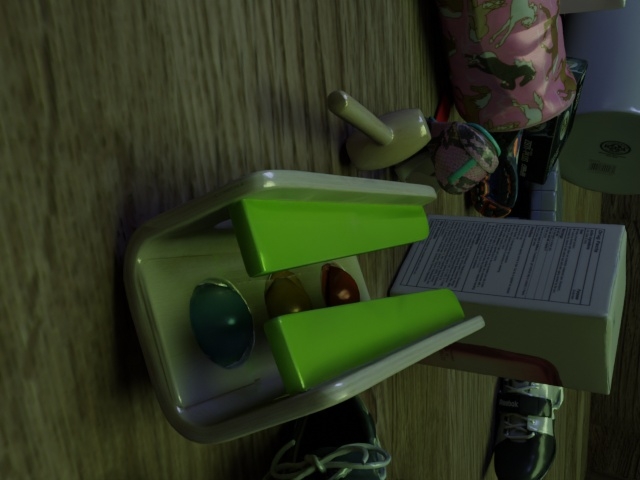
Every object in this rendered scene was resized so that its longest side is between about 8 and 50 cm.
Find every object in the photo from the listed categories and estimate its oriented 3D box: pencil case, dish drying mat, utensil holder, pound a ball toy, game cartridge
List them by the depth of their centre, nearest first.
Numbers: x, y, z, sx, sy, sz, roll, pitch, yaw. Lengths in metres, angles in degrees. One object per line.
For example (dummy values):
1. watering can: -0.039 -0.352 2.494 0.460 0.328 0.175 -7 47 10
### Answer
1. pound a ball toy: 0.000 0.000 0.494 0.319 0.135 0.208 -5 74 -62
2. pencil case: 0.206 -0.314 0.765 0.160 0.167 0.386 -103 176 -52
3. dish drying mat: 0.150 -0.144 0.843 0.032 0.008 0.083 58 46 -48
4. game cartridge: 0.454 -0.019 1.353 0.355 0.068 0.230 26 71 -66
5. utensil holder: 0.667 -0.341 1.456 0.328 0.327 0.386 53 51 -52

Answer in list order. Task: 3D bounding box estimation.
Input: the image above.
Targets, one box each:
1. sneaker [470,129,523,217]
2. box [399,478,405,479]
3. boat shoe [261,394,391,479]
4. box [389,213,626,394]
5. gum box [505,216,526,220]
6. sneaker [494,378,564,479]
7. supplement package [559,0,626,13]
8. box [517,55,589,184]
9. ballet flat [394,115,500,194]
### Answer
1. sneaker: 0.260 -0.147 0.995 0.087 0.083 0.221 -30 127 -73
2. box: 0.128 0.458 0.768 0.154 0.142 0.300 -24 116 -59
3. boat shoe: 0.011 0.179 0.491 0.254 0.095 0.079 -67 137 -74
4. box: 0.219 0.066 0.772 0.149 0.232 0.127 -57 141 -40
5. gum box: 0.326 0.065 1.180 0.157 0.041 0.185 -28 120 -59
6. sneaker: 0.390 0.309 1.292 0.146 0.122 0.331 53 48 -28
7. supplement package: 0.327 -0.442 0.919 0.263 0.199 0.198 -50 136 -47
8. box: 0.386 -0.211 1.153 0.180 0.077 0.147 -52 151 -36
9. ballet flat: 0.118 -0.085 0.696 0.077 0.079 0.221 50 5 -11
